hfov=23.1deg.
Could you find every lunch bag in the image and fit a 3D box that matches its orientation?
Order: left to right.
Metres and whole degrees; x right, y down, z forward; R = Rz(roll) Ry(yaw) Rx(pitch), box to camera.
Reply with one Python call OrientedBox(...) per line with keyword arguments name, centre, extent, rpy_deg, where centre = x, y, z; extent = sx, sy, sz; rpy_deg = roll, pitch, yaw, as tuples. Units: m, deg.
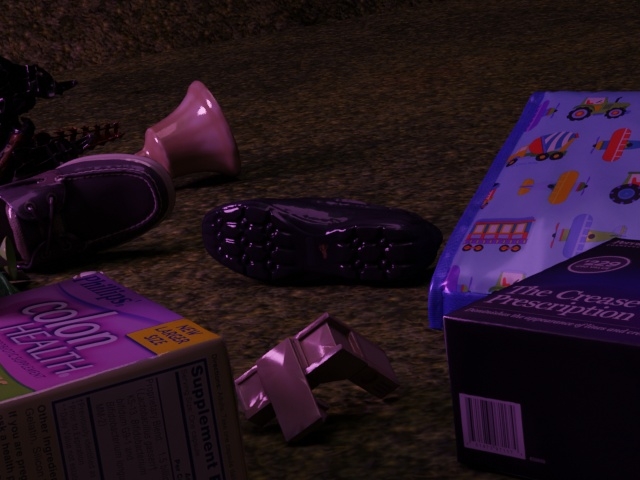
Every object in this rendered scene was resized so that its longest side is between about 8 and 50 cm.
OrientedBox(name="lunch bag", centre=(0.226, -0.005, 1.204), extent=(0.221, 0.138, 0.293), rpy_deg=(3, 27, 29))

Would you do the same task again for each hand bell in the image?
OrientedBox(name="hand bell", centre=(-0.228, -0.085, 1.849), extent=(0.242, 0.126, 0.126), rpy_deg=(-26, 19, -16))

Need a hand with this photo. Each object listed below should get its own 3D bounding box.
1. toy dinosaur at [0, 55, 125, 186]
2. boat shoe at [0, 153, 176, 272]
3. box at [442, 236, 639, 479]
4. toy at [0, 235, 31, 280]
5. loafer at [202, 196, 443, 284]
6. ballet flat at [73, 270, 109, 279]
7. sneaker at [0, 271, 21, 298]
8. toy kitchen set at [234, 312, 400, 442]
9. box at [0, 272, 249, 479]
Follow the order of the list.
OrientedBox(name="toy dinosaur", centre=(-0.394, -0.120, 1.935), extent=(0.322, 0.164, 0.218), rpy_deg=(-41, 6, -39))
OrientedBox(name="boat shoe", centre=(-0.286, -0.016, 1.563), extent=(0.285, 0.102, 0.092), rpy_deg=(-9, 19, 13))
OrientedBox(name="box", centre=(0.230, 0.075, 0.898), extent=(0.261, 0.103, 0.184), rpy_deg=(6, 17, 45))
OrientedBox(name="toy", centre=(-0.404, 0.023, 1.470), extent=(0.237, 0.056, 0.137), rpy_deg=(-5, -10, 1))
OrientedBox(name="loafer", centre=(0.000, 0.000, 1.391), extent=(0.223, 0.076, 0.078), rpy_deg=(4, 13, 26))
OrientedBox(name="ballet flat", centre=(-0.188, 0.051, 1.320), extent=(0.057, 0.052, 0.168), rpy_deg=(-10, 14, -9))
OrientedBox(name="sneaker", centre=(-0.261, 0.034, 1.097), extent=(0.124, 0.109, 0.295), rpy_deg=(-2, -26, -23))
OrientedBox(name="toy kitchen set", centre=(0.002, 0.109, 1.048), extent=(0.083, 0.075, 0.068), rpy_deg=(-37, 49, 16))
OrientedBox(name="box", centre=(-0.197, 0.118, 0.921), extent=(0.243, 0.117, 0.213), rpy_deg=(-14, 15, -24))
